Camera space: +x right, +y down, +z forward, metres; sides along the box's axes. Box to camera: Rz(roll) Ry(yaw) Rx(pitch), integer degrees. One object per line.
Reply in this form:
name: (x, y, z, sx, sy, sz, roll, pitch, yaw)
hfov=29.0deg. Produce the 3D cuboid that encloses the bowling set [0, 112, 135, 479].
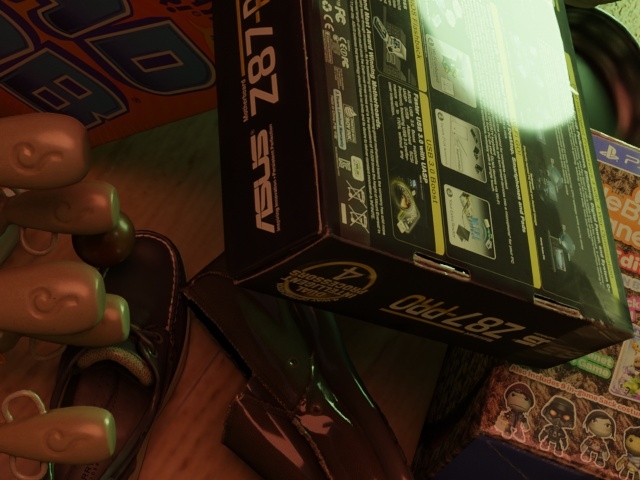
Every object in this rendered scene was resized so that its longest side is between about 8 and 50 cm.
bowling set: (-0.235, 0.032, 0.979, 0.154, 0.200, 0.287, -2, 97, 2)

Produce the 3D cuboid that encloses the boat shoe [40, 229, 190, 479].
boat shoe: (-0.171, 0.111, 1.049, 0.103, 0.092, 0.285, 18, 63, -4)

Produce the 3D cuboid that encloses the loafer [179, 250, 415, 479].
loafer: (-0.018, 0.163, 1.053, 0.130, 0.134, 0.366, -22, 67, -9)

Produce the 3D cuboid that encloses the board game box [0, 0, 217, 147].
board game box: (-0.196, -0.335, 1.024, 0.356, 0.356, 0.356, 38, 56, -37)

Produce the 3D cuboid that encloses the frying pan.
frying pan: (0.312, -0.180, 1.295, 0.326, 0.053, 0.197, -39, 101, -32)

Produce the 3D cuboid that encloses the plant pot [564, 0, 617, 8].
plant pot: (0.259, -0.313, 1.248, 0.237, 0.110, 0.237, 20, 36, -16)

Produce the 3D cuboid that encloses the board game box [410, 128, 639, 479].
board game box: (0.201, 0.090, 1.063, 0.141, 0.232, 0.291, 21, 62, -2)

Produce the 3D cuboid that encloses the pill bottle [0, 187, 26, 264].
pill bottle: (-0.367, -0.054, 1.066, 0.216, 0.121, 0.121, 37, 64, 5)

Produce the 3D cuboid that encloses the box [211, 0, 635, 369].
box: (0.068, -0.130, 0.873, 0.318, 0.097, 0.395, 16, 58, -41)
